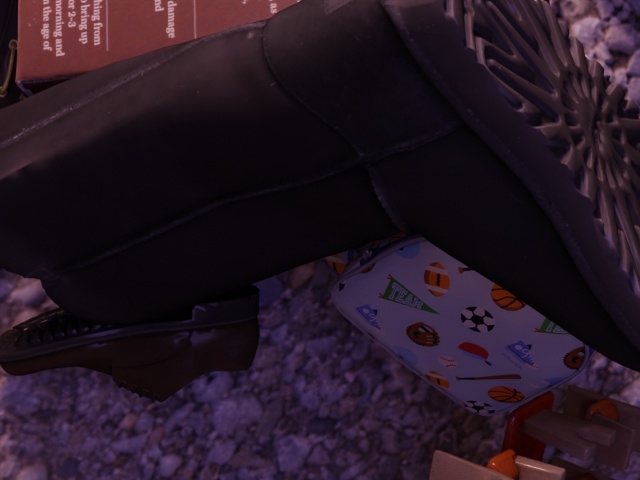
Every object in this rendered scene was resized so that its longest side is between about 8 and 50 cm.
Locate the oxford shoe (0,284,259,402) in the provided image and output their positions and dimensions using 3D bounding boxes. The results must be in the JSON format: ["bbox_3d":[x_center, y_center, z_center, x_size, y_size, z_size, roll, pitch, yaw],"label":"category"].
[{"bbox_3d":[-0.159,0.098,1.130,0.227,0.083,0.096,-5,106,-14],"label":"oxford shoe"}]

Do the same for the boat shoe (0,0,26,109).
[{"bbox_3d":[-0.260,-0.131,1.069,0.069,0.081,0.227,4,91,-15],"label":"boat shoe"}]

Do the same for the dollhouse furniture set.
[{"bbox_3d":[0.165,0.260,1.187,0.262,0.135,0.259,-12,116,-54],"label":"dollhouse furniture set"}]

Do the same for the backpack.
[{"bbox_3d":[0.151,-0.002,1.103,0.276,0.263,0.213,34,42,-18],"label":"backpack"}]

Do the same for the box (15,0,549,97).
[{"bbox_3d":[-0.025,-0.204,1.001,0.381,0.143,0.191,-5,76,13],"label":"box"}]

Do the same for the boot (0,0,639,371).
[{"bbox_3d":[-0.001,-0.002,0.940,0.367,0.445,0.146,50,39,-25],"label":"boot"}]
